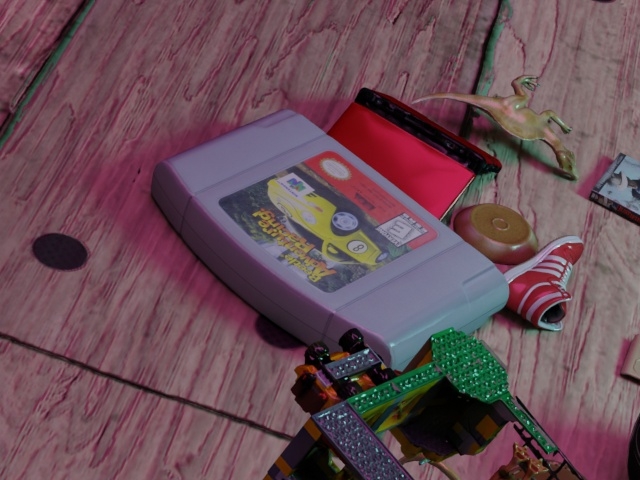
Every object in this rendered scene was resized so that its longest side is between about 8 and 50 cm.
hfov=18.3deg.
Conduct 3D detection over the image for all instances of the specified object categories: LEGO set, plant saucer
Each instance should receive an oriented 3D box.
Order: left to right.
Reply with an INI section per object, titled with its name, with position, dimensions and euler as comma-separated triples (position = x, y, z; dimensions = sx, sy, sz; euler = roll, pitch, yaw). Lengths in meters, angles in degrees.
[LEGO set]
position = 0.073, 0.233, 1.244
dimensions = 0.331, 0.192, 0.255
euler = 45, 34, 11
[plant saucer]
position = 0.166, -0.011, 1.861
dimensions = 0.083, 0.015, 0.083
euler = 11, 38, -9

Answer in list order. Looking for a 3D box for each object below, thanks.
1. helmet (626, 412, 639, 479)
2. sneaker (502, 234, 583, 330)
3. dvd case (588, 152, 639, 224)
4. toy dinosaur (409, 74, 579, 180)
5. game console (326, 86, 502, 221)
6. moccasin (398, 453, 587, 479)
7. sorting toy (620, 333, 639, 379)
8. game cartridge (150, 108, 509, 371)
[helmet]
position = 0.341, 0.187, 1.585
dimensions = 0.169, 0.169, 0.161
euler = -6, 27, -29
[sneaker]
position = 0.214, 0.040, 1.796
dimensions = 0.118, 0.042, 0.067
euler = -30, 54, -36
[dvd case]
position = 0.333, -0.038, 1.967
dimensions = 0.119, 0.013, 0.087
euler = 28, 39, 13
[toy dinosaur]
position = 0.187, -0.129, 1.977
dimensions = 0.183, 0.053, 0.092
euler = 27, 32, 2
[game console]
position = 0.085, -0.077, 1.911
dimensions = 0.144, 0.085, 0.124
euler = 33, 8, 17
[moccasin]
position = 0.071, 0.244, 1.398
dimensions = 0.380, 0.147, 0.139
euler = -19, 51, -39
[sorting toy]
position = 0.306, 0.105, 1.779
dimensions = 0.062, 0.012, 0.083
euler = 20, 41, 10
[game cartridge]
position = 0.000, 0.000, 1.751
dimensions = 0.294, 0.060, 0.196
euler = 38, 46, 24
